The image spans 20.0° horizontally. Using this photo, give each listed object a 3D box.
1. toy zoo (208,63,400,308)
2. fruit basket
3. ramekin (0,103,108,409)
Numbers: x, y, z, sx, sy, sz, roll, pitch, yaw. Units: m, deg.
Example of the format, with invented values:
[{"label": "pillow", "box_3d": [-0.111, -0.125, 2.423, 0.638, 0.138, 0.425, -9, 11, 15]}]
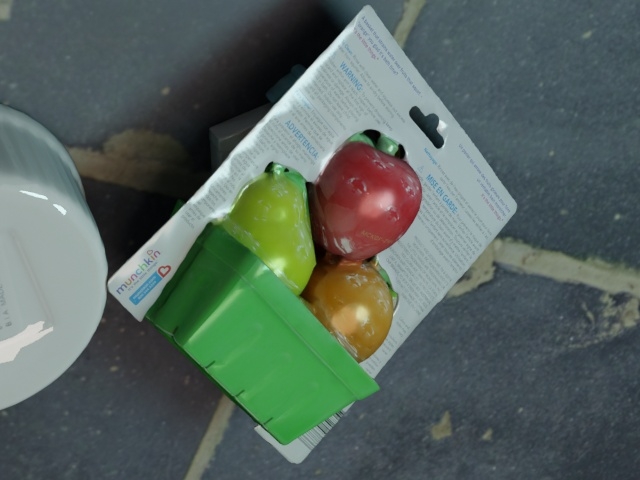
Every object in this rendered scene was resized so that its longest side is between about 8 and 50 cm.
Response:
[{"label": "toy zoo", "box_3d": [-0.012, -0.038, 1.796, 0.192, 0.030, 0.293, -13, 125, -19]}, {"label": "fruit basket", "box_3d": [0.000, 0.000, 1.735, 0.353, 0.165, 0.327, -52, 132, -11]}, {"label": "ramekin", "box_3d": [-0.322, 0.024, 1.611, 0.277, 0.135, 0.277, -13, 124, -20]}]
